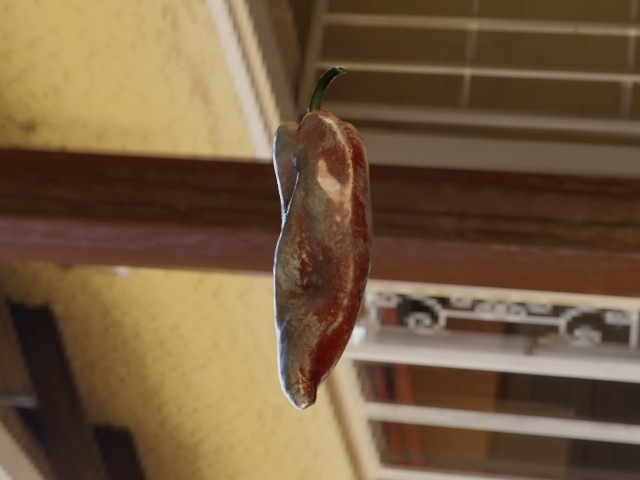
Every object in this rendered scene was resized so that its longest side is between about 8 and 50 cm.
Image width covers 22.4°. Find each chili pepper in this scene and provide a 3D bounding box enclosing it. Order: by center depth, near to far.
[{"bbox_3d":[0.001,0.000,0.692,0.050,0.041,0.153,117,153,-68],"label":"chili pepper"}]
